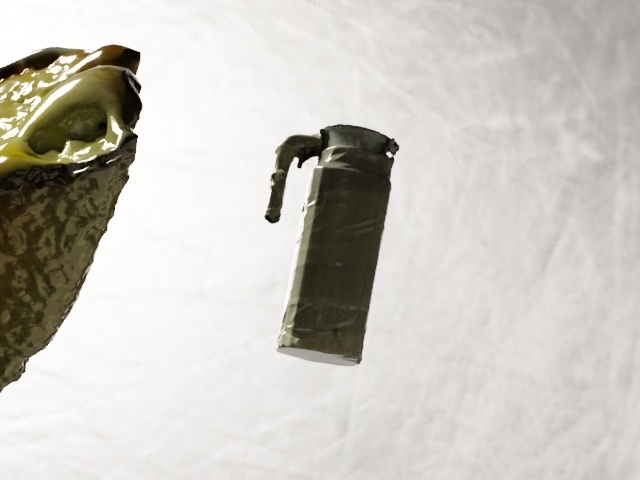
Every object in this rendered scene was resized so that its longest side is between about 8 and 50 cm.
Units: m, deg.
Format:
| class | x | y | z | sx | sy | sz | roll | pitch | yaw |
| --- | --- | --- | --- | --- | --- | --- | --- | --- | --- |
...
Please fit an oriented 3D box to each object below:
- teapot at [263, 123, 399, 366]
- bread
| class | x | y | z | sx | sy | sz | roll | pitch | yaw |
| --- | --- | --- | --- | --- | --- | --- | --- | --- | --- |
| teapot | 0.000 | 0.000 | 1.223 | 0.107 | 0.077 | 0.200 | 11 | 78 | 1 |
| bread | -0.187 | 0.004 | 0.735 | 0.252 | 0.133 | 0.174 | -23 | 26 | -2 |
